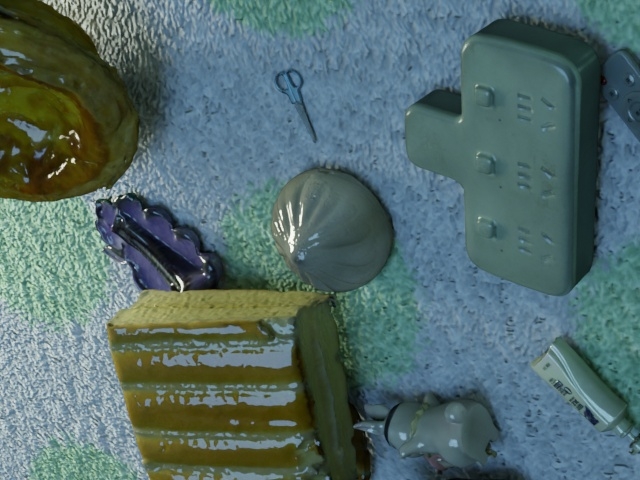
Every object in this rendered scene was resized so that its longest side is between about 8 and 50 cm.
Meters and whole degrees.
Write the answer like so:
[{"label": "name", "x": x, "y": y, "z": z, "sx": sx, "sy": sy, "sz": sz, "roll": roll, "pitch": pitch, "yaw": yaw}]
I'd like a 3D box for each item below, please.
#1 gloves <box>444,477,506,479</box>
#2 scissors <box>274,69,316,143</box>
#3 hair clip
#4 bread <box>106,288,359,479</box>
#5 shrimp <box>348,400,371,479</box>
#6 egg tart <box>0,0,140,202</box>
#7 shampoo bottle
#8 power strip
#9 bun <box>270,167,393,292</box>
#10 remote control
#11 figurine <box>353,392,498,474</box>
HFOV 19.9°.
[{"label": "gloves", "x": 0.181, "y": 0.325, "z": 1.958, "sx": 0.285, "sy": 0.119, "sz": 0.142, "roll": 18, "pitch": 116, "yaw": 12}, {"label": "scissors", "x": -0.021, "y": -0.139, "z": 1.898, "sx": 0.036, "sy": 0.006, "sz": 0.083, "roll": -13, "pitch": 108, "yaw": 41}, {"label": "hair clip", "x": -0.195, "y": 0.021, "z": 2.110, "sx": 0.195, "sy": 0.052, "sz": 0.124, "roll": 38, "pitch": 128, "yaw": 21}, {"label": "bread", "x": -0.087, "y": 0.175, "z": 2.024, "sx": 0.246, "sy": 0.111, "sz": 0.239, "roll": -2, "pitch": 115, "yaw": 24}, {"label": "shrimp", "x": -0.055, "y": 0.205, "z": 2.120, "sx": 0.262, "sy": 0.051, "sz": 0.198, "roll": 16, "pitch": 119, "yaw": 27}, {"label": "egg tart", "x": -0.347, "y": -0.173, "z": 1.999, "sx": 0.341, "sy": 0.129, "sz": 0.341, "roll": 10, "pitch": 151, "yaw": 6}, {"label": "shampoo bottle", "x": 0.275, "y": 0.159, "z": 1.833, "sx": 0.141, "sy": 0.034, "sz": 0.049, "roll": 44, "pitch": 130, "yaw": 6}, {"label": "power strip", "x": 0.170, "y": -0.085, "z": 1.736, "sx": 0.193, "sy": 0.059, "sz": 0.265, "roll": 21, "pitch": 131, "yaw": 32}, {"label": "bun", "x": 0.000, "y": 0.000, "z": 1.909, "sx": 0.138, "sy": 0.094, "sz": 0.138, "roll": 21, "pitch": 132, "yaw": 26}, {"label": "remote control", "x": 0.316, "y": -0.092, "z": 1.648, "sx": 0.184, "sy": 0.027, "sz": 0.050, "roll": 53, "pitch": 137, "yaw": 5}, {"label": "figurine", "x": 0.113, "y": 0.218, "z": 1.963, "sx": 0.146, "sy": 0.081, "sz": 0.098, "roll": -10, "pitch": 110, "yaw": 41}]
